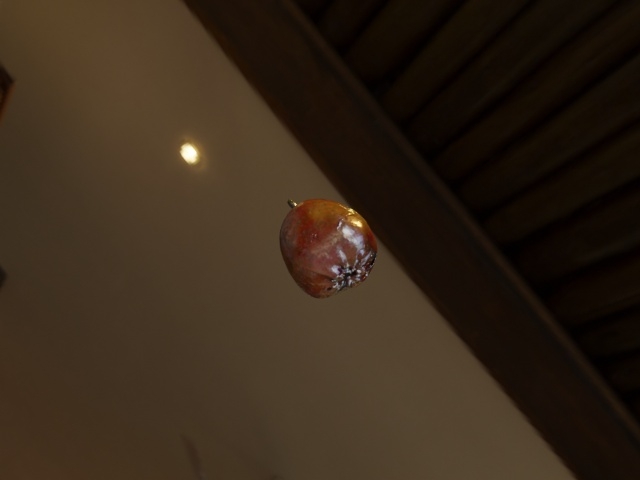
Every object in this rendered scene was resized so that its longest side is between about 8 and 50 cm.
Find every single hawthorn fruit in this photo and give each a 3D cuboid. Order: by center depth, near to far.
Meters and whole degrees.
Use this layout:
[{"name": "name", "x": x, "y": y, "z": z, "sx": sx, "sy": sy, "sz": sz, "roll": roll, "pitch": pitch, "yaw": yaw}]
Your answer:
[{"name": "hawthorn fruit", "x": 0.003, "y": 0.005, "z": 0.805, "sx": 0.077, "sy": 0.077, "sz": 0.077, "roll": 31, "pitch": -37, "yaw": 27}]
